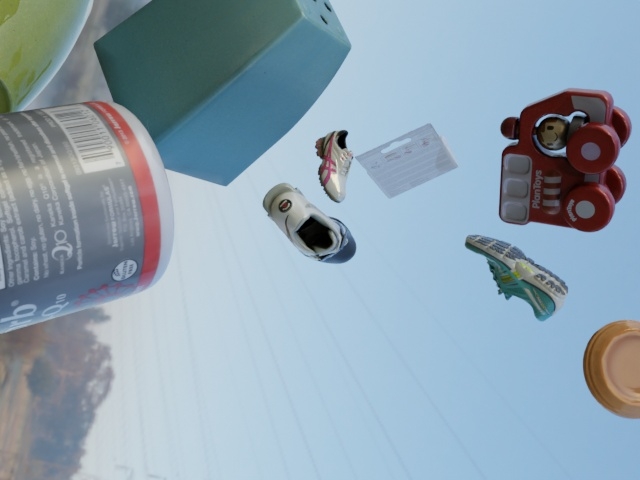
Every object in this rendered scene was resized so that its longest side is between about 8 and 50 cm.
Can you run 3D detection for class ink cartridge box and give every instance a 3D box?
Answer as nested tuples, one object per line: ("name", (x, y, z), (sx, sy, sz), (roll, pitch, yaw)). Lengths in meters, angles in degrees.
("ink cartridge box", (0.188, -0.188, 1.891), (0.181, 0.224, 0.056), (-24, -120, 15))

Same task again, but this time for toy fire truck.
("toy fire truck", (0.490, -0.162, 1.767), (0.169, 0.254, 0.302), (-42, 134, -53))

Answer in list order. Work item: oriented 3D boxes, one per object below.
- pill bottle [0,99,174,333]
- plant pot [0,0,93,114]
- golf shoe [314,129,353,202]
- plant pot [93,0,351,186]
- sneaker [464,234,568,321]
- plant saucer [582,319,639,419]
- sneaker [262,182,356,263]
("pill bottle", (-0.342, -0.008, 0.815), (0.210, 0.363, 0.210), (24, -59, 46))
("plant pot", (-0.469, -0.284, 1.180), (0.293, 0.275, 0.275), (-95, -153, -43))
("golf shoe", (0.039, -0.178, 2.019), (0.086, 0.067, 0.186), (-26, -120, 33))
("plant pot", (-0.097, -0.203, 0.968), (0.234, 0.165, 0.166), (-33, -113, 24))
("sneaker", (0.438, 0.081, 2.000), (0.275, 0.107, 0.110), (40, -63, 25))
("plant saucer", (0.626, 0.255, 1.719), (0.037, 0.200, 0.200), (114, -11, -75))
("sneaker", (0.000, 0.000, 1.995), (0.122, 0.330, 0.146), (-48, -130, 6))
